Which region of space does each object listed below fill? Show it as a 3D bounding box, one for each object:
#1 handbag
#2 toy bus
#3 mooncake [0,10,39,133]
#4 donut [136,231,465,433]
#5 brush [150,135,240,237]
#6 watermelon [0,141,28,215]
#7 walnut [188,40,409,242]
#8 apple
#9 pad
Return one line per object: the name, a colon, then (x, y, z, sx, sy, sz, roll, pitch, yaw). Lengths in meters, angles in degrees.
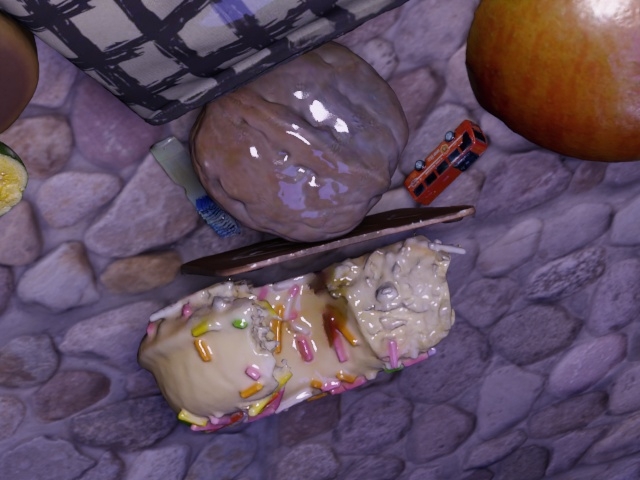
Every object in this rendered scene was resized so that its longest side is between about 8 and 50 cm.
handbag: (-0.106, -0.267, 1.597, 0.327, 0.163, 0.325, -21, 152, 18)
toy bus: (0.146, -0.089, 2.099, 0.031, 0.043, 0.110, 21, 123, -44)
mooncake: (-0.382, -0.173, 1.635, 0.234, 0.117, 0.235, -14, 141, -12)
donut: (-0.036, 0.113, 2.058, 0.371, 0.150, 0.307, -13, 172, -37)
brush: (-0.135, -0.054, 1.992, 0.033, 0.030, 0.178, -22, 144, 11)
watermelon: (-0.349, -0.069, 1.821, 0.105, 0.062, 0.105, -14, 148, -9)
walnut: (-0.025, -0.107, 1.856, 0.224, 0.224, 0.224, -16, 141, -13)
apple: (0.304, -0.190, 2.009, 0.179, 0.254, 0.346, -61, 150, -23)
pad: (0.000, 0.000, 1.985, 0.284, 0.018, 0.286, -14, -177, -14)
